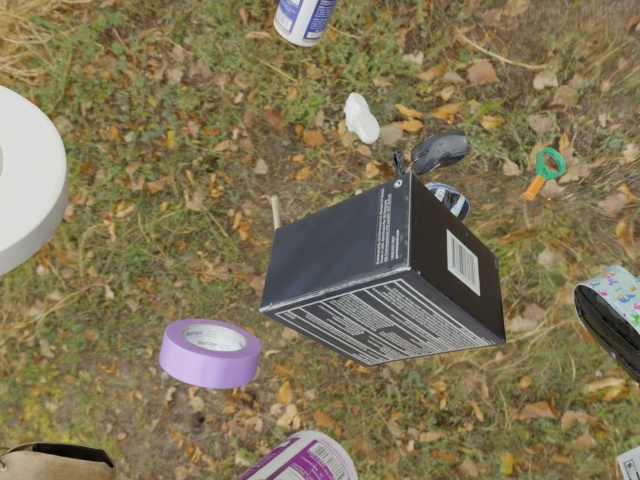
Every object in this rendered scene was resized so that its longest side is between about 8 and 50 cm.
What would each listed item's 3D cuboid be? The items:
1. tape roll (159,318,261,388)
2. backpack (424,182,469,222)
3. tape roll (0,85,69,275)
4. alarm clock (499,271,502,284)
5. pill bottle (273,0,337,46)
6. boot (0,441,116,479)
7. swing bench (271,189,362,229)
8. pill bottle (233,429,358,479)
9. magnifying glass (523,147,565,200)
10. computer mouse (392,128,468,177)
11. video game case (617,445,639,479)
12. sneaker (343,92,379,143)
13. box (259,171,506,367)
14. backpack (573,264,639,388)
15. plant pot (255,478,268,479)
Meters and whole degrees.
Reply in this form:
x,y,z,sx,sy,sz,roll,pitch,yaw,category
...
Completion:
x,y,z,sx,sy,sz,roll,pitch,yaw,category
-0.310,0.314,1.442,0.275,0.275,0.090,17,99,22,tape roll
0.280,-0.074,1.277,0.158,0.117,0.173,17,126,-12,backpack
-0.600,-0.101,0.778,0.392,0.392,0.072,49,145,13,tape roll
0.402,0.124,1.289,0.064,0.192,0.129,50,141,15,alarm clock
-0.018,-0.511,1.046,0.112,0.112,0.186,50,140,13,pill bottle
-0.416,0.302,0.637,0.305,0.112,0.115,14,92,-20,boot
0.000,0.000,1.441,0.253,0.254,0.165,-6,58,-2,swing bench
-0.074,0.439,0.800,0.169,0.301,0.169,4,98,30,pill bottle
0.633,-0.187,1.444,0.092,0.231,0.026,44,145,0,magnifying glass
0.300,-0.203,1.442,0.262,0.060,0.184,-12,80,48,computer mouse
0.563,0.403,0.779,0.023,0.201,0.183,14,136,-11,video game case
0.123,-0.371,1.625,0.094,0.080,0.212,-50,41,40,sneaker
0.108,0.072,0.870,0.294,0.296,0.182,-21,48,36,box
0.727,0.183,1.189,0.191,0.225,0.253,-32,42,-5,backpack
-0.095,0.396,0.481,0.166,0.234,0.165,-28,112,26,plant pot
